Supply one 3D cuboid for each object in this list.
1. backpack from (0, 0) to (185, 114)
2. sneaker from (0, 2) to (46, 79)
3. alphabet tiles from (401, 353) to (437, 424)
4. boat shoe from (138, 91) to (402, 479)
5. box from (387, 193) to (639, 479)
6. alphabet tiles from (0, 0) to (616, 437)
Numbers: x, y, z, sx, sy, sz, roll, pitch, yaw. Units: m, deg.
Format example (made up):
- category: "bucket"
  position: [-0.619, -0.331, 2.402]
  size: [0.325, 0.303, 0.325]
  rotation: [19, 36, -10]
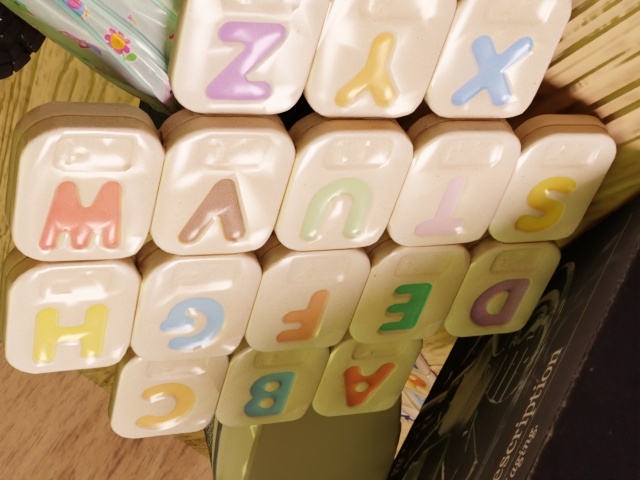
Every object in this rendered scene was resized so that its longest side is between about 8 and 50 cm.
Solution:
- category: "backpack"
  position: [-0.095, -0.141, 0.431]
  size: [0.182, 0.115, 0.152]
  rotation: [38, -173, -13]
- category: "sneaker"
  position: [-0.271, -0.208, 0.608]
  size: [0.124, 0.107, 0.283]
  rotation: [32, 161, 19]
- category: "alphabet tiles"
  position: [-0.008, 0.091, 1.036]
  size: [0.285, 0.011, 0.342]
  rotation: [17, 155, 36]
- category: "boat shoe"
  position: [-0.039, 0.045, 0.651]
  size: [0.158, 0.127, 0.340]
  rotation: [38, 132, 48]
- category: "box"
  position: [0.132, 0.189, 0.577]
  size: [0.179, 0.343, 0.312]
  rotation: [31, 159, 1]
- category: "alphabet tiles"
  position: [0.000, 0.000, 0.479]
  size: [0.021, 0.284, 0.278]
  rotation: [-116, 34, -41]
